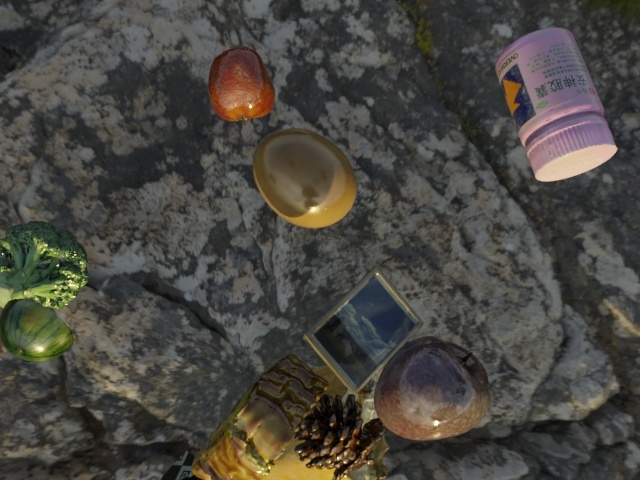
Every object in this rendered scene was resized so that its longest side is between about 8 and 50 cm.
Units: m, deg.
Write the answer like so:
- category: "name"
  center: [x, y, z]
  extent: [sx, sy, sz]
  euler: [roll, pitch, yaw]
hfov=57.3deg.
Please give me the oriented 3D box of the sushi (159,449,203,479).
- category: "sushi"
  center: [-0.349, 0.671, 1.373]
  extent: [0.290, 0.264, 0.050]
  euler: [-47, 124, -22]

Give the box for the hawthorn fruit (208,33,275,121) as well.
- category: "hawthorn fruit"
  center: [-0.183, -0.372, 1.312]
  extent: [0.162, 0.162, 0.204]
  euler: [-11, 99, -10]

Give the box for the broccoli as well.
- category: "broccoli"
  center: [-0.764, 0.083, 1.572]
  extent: [0.269, 0.270, 0.270]
  euler: [30, 33, 0]

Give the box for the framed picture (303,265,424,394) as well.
- category: "framed picture"
  center: [0.106, 0.210, 1.387]
  extent: [0.260, 0.023, 0.189]
  euler: [-41, 93, -24]

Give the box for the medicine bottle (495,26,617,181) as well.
- category: "medicine bottle"
  center: [0.507, -0.293, 1.275]
  extent: [0.178, 0.178, 0.291]
  euler: [-9, 73, -10]

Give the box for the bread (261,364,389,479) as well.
- category: "bread"
  center: [0.002, 0.519, 1.534]
  extent: [0.250, 0.394, 0.361]
  euler: [49, 33, -14]

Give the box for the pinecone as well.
- category: "pinecone"
  center: [0.032, 0.396, 1.197]
  extent: [0.195, 0.150, 0.179]
  euler: [22, 117, -25]

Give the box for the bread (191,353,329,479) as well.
- category: "bread"
  center: [-0.094, 0.276, 0.858]
  extent: [0.096, 0.222, 0.181]
  euler: [40, 38, 5]

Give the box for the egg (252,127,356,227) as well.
- category: "egg"
  center: [-0.054, -0.208, 1.950]
  extent: [0.374, 0.301, 0.301]
  euler: [39, 75, -11]

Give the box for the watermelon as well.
- category: "watermelon"
  center: [-0.401, 0.131, 0.810]
  extent: [0.105, 0.105, 0.062]
  euler: [28, 46, -1]

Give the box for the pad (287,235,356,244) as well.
- category: "pad"
  center: [0.000, 0.000, 1.568]
  extent: [0.176, 0.266, 0.002]
  euler: [-7, 90, -2]

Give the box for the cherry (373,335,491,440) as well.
- category: "cherry"
  center: [0.158, 0.219, 0.847]
  extent: [0.176, 0.176, 0.140]
  euler: [-22, 52, -12]
